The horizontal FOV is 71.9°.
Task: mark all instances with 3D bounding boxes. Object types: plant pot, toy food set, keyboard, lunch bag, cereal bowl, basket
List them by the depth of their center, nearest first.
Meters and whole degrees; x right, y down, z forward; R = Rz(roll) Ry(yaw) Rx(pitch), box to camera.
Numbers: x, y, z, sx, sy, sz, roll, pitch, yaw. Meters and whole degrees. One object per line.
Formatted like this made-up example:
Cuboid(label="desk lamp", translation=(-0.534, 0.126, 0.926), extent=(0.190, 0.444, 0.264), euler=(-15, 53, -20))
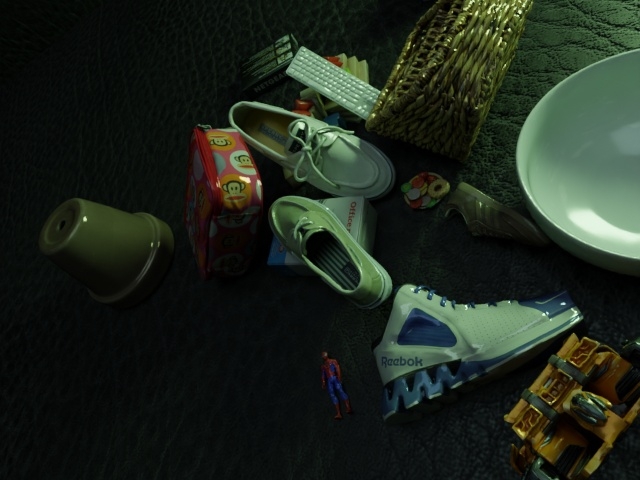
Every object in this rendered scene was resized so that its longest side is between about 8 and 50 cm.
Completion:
Cuboid(label="cereal bowl", translation=(0.459, -0.097, 0.613), extent=(0.339, 0.141, 0.338), euler=(-14, 59, 24))
Cuboid(label="basket", translation=(0.223, -0.335, 0.805), extent=(0.223, 0.213, 0.299), euler=(24, 78, 17))
Cuboid(label="toy food set", translation=(0.198, -0.096, 0.844), extent=(0.083, 0.020, 0.083), euler=(-40, 52, 5))
Cuboid(label="lunch bag", translation=(-0.215, -0.086, 0.928), extent=(0.120, 0.293, 0.258), euler=(-6, 52, -25))
Cuboid(label="keyboard", translation=(0.051, -0.334, 0.972), extent=(0.256, 0.014, 0.072), euler=(30, 80, 1))
Cuboid(label="plant pot", translation=(-0.537, 0.011, 1.087), extent=(0.263, 0.229, 0.262), euler=(-15, 57, 24))

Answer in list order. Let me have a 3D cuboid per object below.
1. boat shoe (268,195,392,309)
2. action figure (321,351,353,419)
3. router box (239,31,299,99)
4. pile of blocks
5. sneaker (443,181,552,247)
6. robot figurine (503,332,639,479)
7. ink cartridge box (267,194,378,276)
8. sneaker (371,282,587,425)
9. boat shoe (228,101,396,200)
Cuboid(label="boat shoe", translation=(0.000, 0.000, 0.756), extent=(0.302, 0.094, 0.109), euler=(39, 91, 36))
Cuboid(label="action figure", translation=(0.022, 0.243, 0.756), extent=(0.038, 0.030, 0.115), euler=(-34, 50, 17))
Cuboid(label="router box", translation=(-0.143, -0.493, 1.250), extent=(0.179, 0.046, 0.133), euler=(-23, 55, 19))
Cuboid(label="pile of blocks", translation=(0.004, -0.299, 1.013), extent=(0.149, 0.113, 0.361), euler=(13, 72, 35))
Cuboid(label="sneaker", translation=(0.289, -0.027, 0.736), extent=(0.071, 0.066, 0.188), euler=(-58, 44, 13))
Cuboid(label="robot figurine", translation=(0.270, 0.189, 0.469), extent=(0.211, 0.291, 0.085), euler=(-50, 51, -3))
Cuboid(label="ink cartridge box", translation=(0.005, -0.004, 0.867), extent=(0.191, 0.082, 0.139), euler=(-2, 65, 28))
Cuboid(label="sneaker", translation=(0.199, 0.125, 0.653), extent=(0.316, 0.127, 0.182), euler=(-31, 55, 14))
Cuboid(label="boat shoe", translation=(-0.027, -0.189, 0.873), extent=(0.367, 0.156, 0.135), euler=(31, 100, 15))
